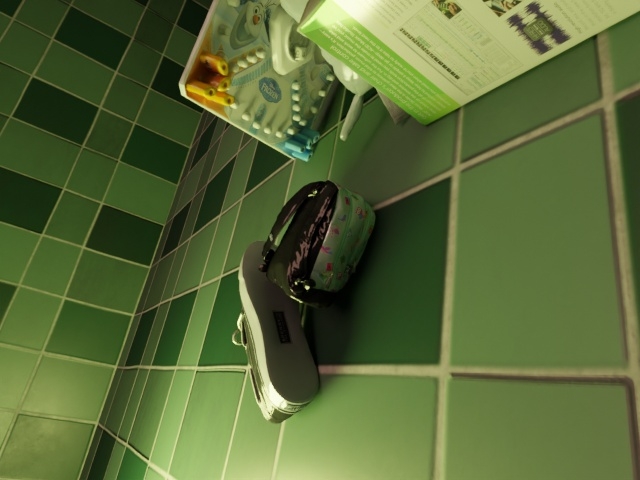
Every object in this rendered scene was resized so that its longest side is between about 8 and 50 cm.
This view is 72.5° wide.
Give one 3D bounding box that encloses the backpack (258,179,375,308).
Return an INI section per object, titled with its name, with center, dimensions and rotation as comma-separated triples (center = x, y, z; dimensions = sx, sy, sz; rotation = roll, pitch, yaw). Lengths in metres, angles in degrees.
[backpack]
center = 0.000, 0.000, 0.672
dimensions = 0.152, 0.115, 0.181
rotation = 24, 90, 51

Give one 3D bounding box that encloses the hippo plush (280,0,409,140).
[hippo plush]
center = 0.107, -0.369, 0.701
dimensions = 0.235, 0.294, 0.236
rotation = -10, 33, 36

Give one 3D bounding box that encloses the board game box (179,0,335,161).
[board game box]
center = -0.036, -0.366, 0.789
dimensions = 0.050, 0.390, 0.389
rotation = 28, 96, 23

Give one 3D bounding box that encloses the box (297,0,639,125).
[box]
center = 0.152, -0.264, 0.470
dimensions = 0.322, 0.232, 0.058
rotation = -19, 49, 55

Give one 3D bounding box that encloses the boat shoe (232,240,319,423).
[boat shoe]
center = -0.084, 0.141, 0.724
dimensions = 0.105, 0.113, 0.306
rotation = -53, 46, 38
